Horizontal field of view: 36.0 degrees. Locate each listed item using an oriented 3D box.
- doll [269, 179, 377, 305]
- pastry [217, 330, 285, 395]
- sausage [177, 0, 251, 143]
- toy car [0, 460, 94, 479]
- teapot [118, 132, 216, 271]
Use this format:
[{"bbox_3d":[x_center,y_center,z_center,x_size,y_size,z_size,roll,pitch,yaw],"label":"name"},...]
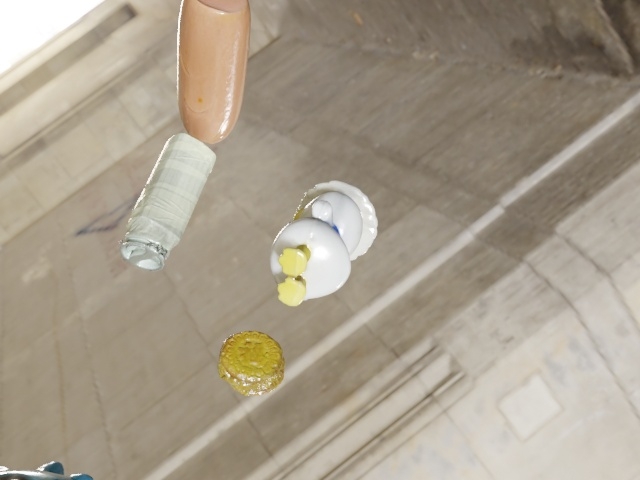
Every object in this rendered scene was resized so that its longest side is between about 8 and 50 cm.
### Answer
[{"bbox_3d":[0.000,0.000,1.288,0.119,0.138,0.293,15,-159,11],"label":"doll"},{"bbox_3d":[-0.103,0.182,1.474,0.097,0.109,0.057,56,151,38],"label":"pastry"},{"bbox_3d":[-0.185,-0.298,1.685,0.121,0.121,0.304,50,148,28],"label":"sausage"},{"bbox_3d":[-0.308,0.311,0.962,0.188,0.255,0.190,70,-160,-6],"label":"toy car"},{"bbox_3d":[-0.231,-0.050,1.427,0.077,0.200,0.107,35,144,-24],"label":"teapot"}]
